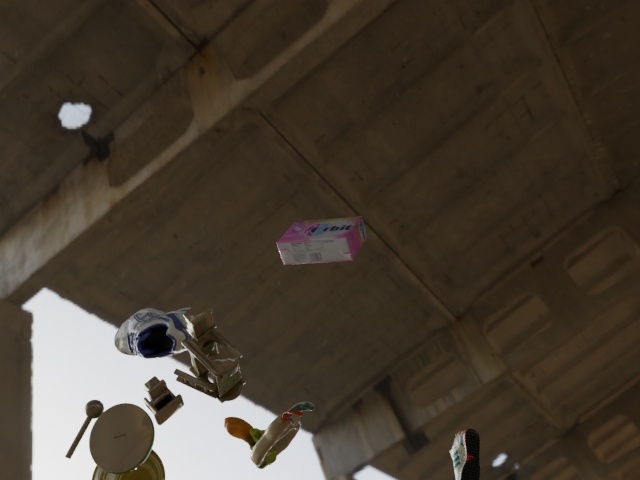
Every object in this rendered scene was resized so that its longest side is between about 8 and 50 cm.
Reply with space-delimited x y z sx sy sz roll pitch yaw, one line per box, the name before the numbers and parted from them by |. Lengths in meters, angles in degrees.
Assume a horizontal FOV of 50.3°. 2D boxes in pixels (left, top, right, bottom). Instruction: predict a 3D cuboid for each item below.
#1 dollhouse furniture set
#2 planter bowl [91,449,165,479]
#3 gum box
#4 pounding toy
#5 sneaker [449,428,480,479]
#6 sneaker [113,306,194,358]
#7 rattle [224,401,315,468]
dollhouse furniture set | -0.215 0.224 1.133 0.161 0.101 0.181 -39 -27 -26
planter bowl | -0.545 0.701 1.979 0.217 0.217 0.090 7 -15 -28
gum box | 0.000 0.000 1.572 0.189 0.107 0.062 -4 -64 26
pounding toy | -0.546 0.541 1.863 0.237 0.182 0.110 8 -23 17
sneaker | 0.363 0.563 1.735 0.057 0.161 0.075 17 -22 -19
sneaker | -0.390 0.215 1.551 0.297 0.111 0.131 -16 3 34
rattle | -0.104 0.345 1.347 0.130 0.142 0.199 -16 -38 -28
